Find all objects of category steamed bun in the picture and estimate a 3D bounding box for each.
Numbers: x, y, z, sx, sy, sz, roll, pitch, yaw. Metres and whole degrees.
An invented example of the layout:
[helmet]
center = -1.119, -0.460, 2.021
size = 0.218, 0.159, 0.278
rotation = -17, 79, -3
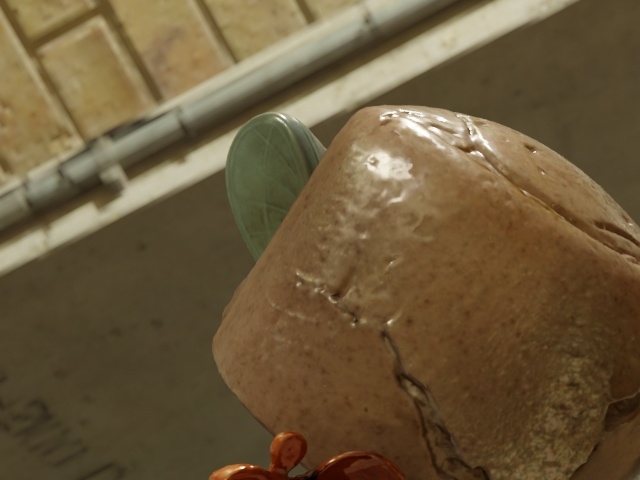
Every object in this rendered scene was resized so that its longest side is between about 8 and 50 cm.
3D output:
[steamed bun]
center = 0.101, 0.080, 1.021
size = 0.301, 0.251, 0.199
rotation = 31, 19, -29

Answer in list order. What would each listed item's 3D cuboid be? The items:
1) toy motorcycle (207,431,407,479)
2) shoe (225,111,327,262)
[toy motorcycle]
center = 0.009, 0.215, 0.841
size = 0.326, 0.221, 0.148
rotation = 16, -36, 52
[shoe]
center = 0.000, 0.000, 1.201
size = 0.078, 0.079, 0.195
rotation = -20, 89, -56
